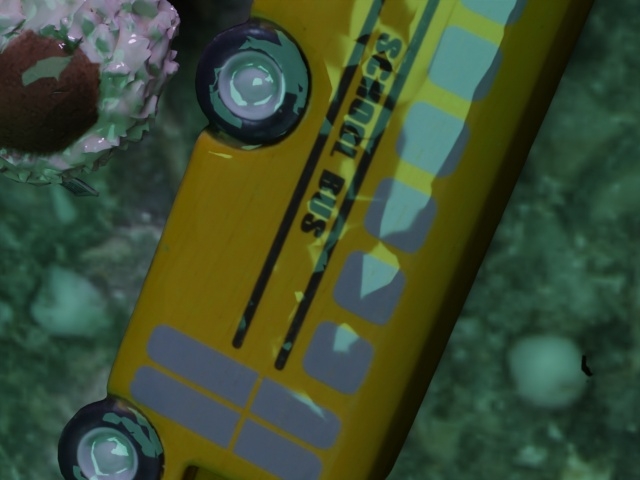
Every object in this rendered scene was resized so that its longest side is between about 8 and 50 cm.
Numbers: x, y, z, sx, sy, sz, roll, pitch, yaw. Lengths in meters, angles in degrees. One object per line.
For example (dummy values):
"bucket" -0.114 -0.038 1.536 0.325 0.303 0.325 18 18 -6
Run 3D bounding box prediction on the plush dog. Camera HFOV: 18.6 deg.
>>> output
"plush dog" -0.122 -0.163 0.827 0.262 0.210 0.225 35 91 12

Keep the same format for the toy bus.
"toy bus" 0.000 0.000 0.842 0.130 0.108 0.332 25 108 10
